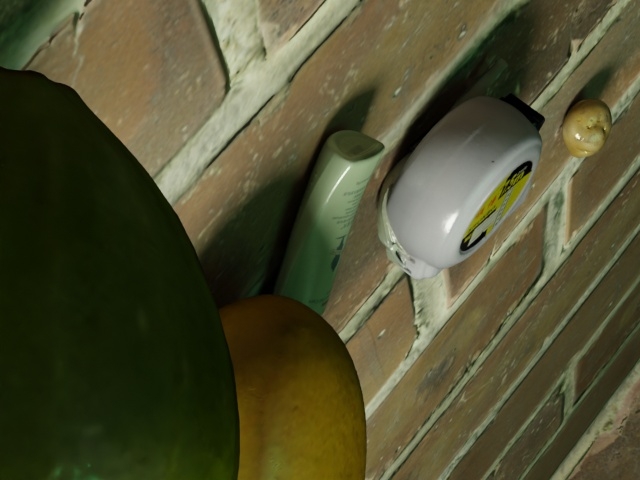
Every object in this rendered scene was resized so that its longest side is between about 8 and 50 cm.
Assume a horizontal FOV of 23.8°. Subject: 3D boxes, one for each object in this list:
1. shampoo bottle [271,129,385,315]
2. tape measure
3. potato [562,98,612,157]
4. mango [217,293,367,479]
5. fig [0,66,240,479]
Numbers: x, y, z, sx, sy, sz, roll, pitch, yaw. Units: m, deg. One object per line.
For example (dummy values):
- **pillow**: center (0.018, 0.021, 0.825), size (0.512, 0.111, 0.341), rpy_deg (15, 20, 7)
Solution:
- **shampoo bottle**: center (0.000, 0.000, 1.358), size (0.072, 0.049, 0.212), rpy_deg (-36, 151, -50)
- **tape measure**: center (0.138, -0.065, 1.497), size (0.196, 0.105, 0.178), rpy_deg (-38, 159, -36)
- **potato**: center (0.318, -0.133, 1.834), size (0.068, 0.062, 0.083), rpy_deg (-31, 172, -18)
- **mango**: center (-0.093, 0.253, 1.292), size (0.300, 0.232, 0.445), rpy_deg (-1, 111, -60)
- **fig**: center (-0.178, 0.068, 0.794), size (0.316, 0.316, 0.316), rpy_deg (-45, 155, -27)
